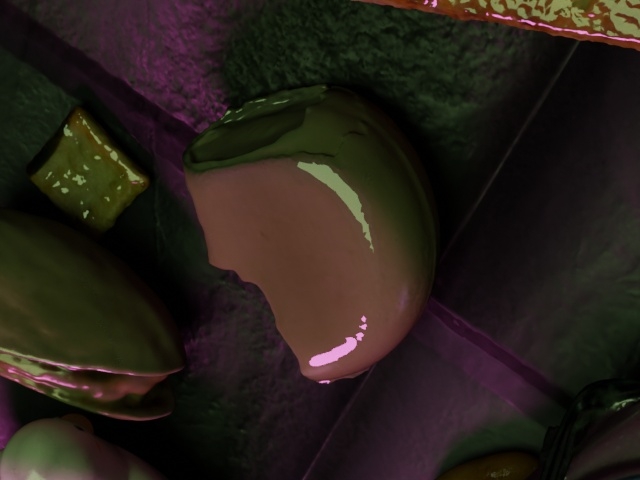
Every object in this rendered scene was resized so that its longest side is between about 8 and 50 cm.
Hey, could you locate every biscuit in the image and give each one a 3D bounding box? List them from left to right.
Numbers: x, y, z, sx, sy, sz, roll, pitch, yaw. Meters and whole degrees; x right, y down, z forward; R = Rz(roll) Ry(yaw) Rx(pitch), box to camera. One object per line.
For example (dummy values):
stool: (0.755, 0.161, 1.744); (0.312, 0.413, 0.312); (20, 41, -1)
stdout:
biscuit: (-0.175, -0.049, 1.335); (0.081, 0.018, 0.083); (46, 125, 2)

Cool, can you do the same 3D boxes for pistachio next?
pistachio: (-0.201, 0.057, 1.326); (0.226, 0.136, 0.136); (29, 122, 6)

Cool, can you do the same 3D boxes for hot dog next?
hot dog: (0.109, 0.206, 1.276); (0.140, 0.060, 0.090); (-23, 97, 34)

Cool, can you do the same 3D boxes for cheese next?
cheese: (0.000, 0.000, 1.222); (0.175, 0.091, 0.203); (-7, 108, 32)

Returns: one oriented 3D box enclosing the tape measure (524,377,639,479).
tape measure: (0.214, 0.218, 1.163); (0.231, 0.149, 0.245); (-41, 88, 14)

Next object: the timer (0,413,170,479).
timer: (-0.202, 0.257, 1.356); (0.233, 0.240, 0.234); (-5, 70, 13)

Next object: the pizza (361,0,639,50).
pizza: (0.145, -0.249, 1.037); (0.268, 0.087, 0.258); (15, 114, 20)
